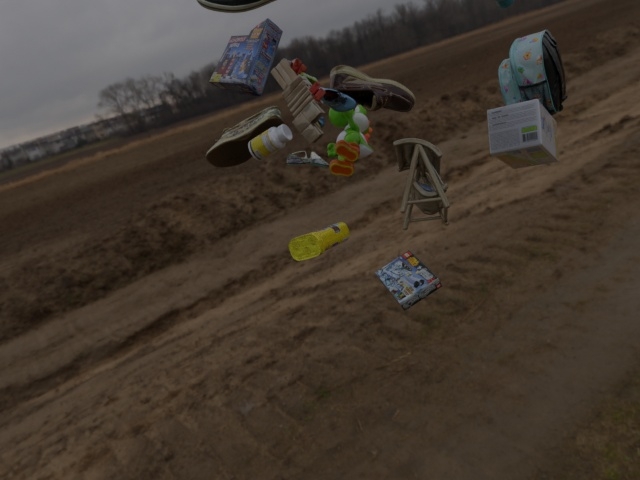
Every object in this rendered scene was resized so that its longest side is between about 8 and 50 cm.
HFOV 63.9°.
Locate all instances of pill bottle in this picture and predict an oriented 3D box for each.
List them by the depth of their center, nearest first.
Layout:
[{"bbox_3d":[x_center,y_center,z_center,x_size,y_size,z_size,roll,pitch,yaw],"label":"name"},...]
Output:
[{"bbox_3d":[-0.135,-0.270,1.400,0.116,0.065,0.065,-24,13,29],"label":"pill bottle"}]

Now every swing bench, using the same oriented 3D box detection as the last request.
[{"bbox_3d":[0.347,-0.193,1.757,0.165,0.255,0.253,-6,-13,11],"label":"swing bench"}]

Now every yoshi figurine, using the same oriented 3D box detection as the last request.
[{"bbox_3d":[0.093,-0.445,2.105,0.203,0.203,0.362,-13,43,28],"label":"yoshi figurine"}]

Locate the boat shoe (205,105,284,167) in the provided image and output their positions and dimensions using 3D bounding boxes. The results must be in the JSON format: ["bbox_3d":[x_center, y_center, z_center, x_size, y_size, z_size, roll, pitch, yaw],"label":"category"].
[{"bbox_3d":[-0.240,-0.328,1.639,0.285,0.104,0.089,-24,49,15],"label":"boat shoe"}]

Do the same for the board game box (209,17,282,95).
[{"bbox_3d":[-0.190,-0.491,1.372,0.194,0.060,0.194,23,86,46],"label":"board game box"}]

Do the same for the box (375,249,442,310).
[{"bbox_3d":[0.183,0.082,1.085,0.094,0.027,0.137,-33,29,0],"label":"box"}]

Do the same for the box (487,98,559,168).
[{"bbox_3d":[0.475,-0.240,1.193,0.114,0.103,0.203,-6,-7,35],"label":"box"}]

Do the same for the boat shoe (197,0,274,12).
[{"bbox_3d":[-0.156,-0.829,1.565,0.499,0.156,0.187,-7,62,9],"label":"boat shoe"}]

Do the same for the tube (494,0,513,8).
[{"bbox_3d":[0.460,-0.689,1.372,0.080,0.052,0.207,37,19,35],"label":"tube"}]

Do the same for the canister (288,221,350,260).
[{"bbox_3d":[0.000,0.000,1.621,0.126,0.073,0.170,-17,5,39],"label":"canister"}]

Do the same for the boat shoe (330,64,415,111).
[{"bbox_3d":[0.189,-0.520,1.867,0.341,0.123,0.123,15,-24,-22],"label":"boat shoe"}]

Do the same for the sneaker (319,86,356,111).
[{"bbox_3d":[0.053,-0.469,1.717,0.162,0.063,0.073,7,10,-30],"label":"sneaker"}]

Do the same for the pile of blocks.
[{"bbox_3d":[-0.029,-0.433,1.546,0.112,0.149,0.362,-42,49,26],"label":"pile of blocks"}]

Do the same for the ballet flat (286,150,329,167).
[{"bbox_3d":[-0.032,-0.212,1.329,0.114,0.041,0.041,5,21,4],"label":"ballet flat"}]

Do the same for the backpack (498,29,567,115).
[{"bbox_3d":[0.522,-0.412,1.265,0.144,0.188,0.166,2,35,35],"label":"backpack"}]
